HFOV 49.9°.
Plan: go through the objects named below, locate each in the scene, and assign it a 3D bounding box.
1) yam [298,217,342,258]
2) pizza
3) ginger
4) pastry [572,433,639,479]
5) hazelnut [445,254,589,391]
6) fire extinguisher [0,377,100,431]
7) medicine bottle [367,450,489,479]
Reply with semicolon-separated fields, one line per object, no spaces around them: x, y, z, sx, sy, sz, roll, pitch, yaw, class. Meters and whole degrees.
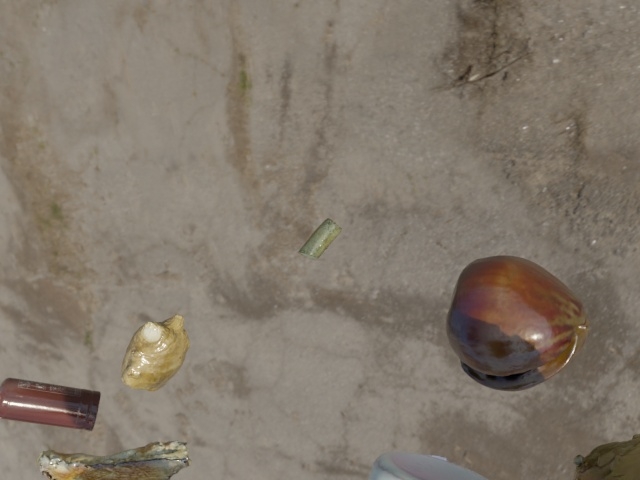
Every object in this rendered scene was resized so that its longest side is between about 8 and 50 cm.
0.000;0.000;1.360;0.043;0.043;0.094;34;79;24;yam
-0.234;0.281;0.853;0.195;0.052;0.185;-25;132;25;pizza
-0.219;0.164;0.892;0.067;0.096;0.165;35;137;9;ginger
0.344;0.313;0.604;0.184;0.316;0.285;-13;83;4;pastry
0.312;0.130;1.081;0.217;0.251;0.217;-15;59;27;hazelnut
-0.645;0.369;1.558;0.105;0.269;0.105;-167;90;-71;fire extinguisher
0.108;0.412;0.801;0.170;0.170;0.293;12;87;34;medicine bottle
